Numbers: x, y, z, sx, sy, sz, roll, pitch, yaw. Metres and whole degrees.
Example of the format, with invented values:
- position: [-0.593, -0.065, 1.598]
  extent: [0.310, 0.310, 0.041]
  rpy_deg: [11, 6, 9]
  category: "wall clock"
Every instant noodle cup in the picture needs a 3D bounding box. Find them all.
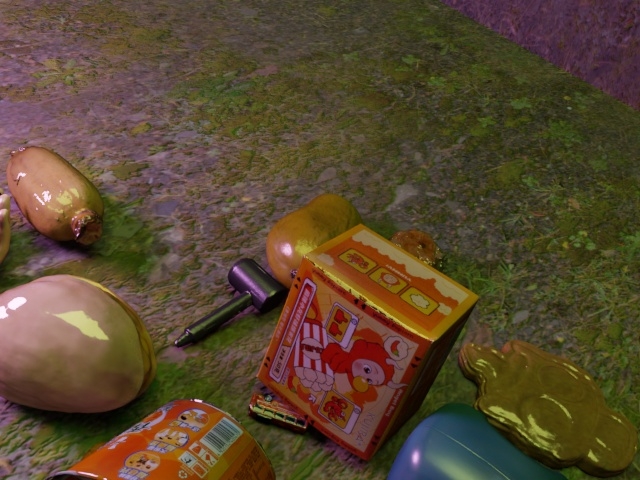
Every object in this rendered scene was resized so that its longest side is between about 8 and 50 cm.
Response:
- position: [-0.203, 0.370, 0.994]
  extent: [0.296, 0.296, 0.214]
  rpy_deg: [30, 33, 15]
  category: "instant noodle cup"

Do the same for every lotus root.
- position: [-0.541, -0.089, 1.495]
  extent: [0.146, 0.131, 0.303]
  rpy_deg: [-39, 61, -19]
  category: "lotus root"

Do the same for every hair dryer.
- position: [-0.193, 0.131, 1.427]
  extent: [0.248, 0.070, 0.114]
  rpy_deg: [-33, 61, -32]
  category: "hair dryer"

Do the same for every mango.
- position: [0.006, 0.005, 1.563]
  extent: [0.195, 0.142, 0.331]
  rpy_deg: [34, 35, 12]
  category: "mango"

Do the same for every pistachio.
- position: [-0.422, 0.170, 1.194]
  extent: [0.309, 0.230, 0.230]
  rpy_deg: [22, 40, 0]
  category: "pistachio"

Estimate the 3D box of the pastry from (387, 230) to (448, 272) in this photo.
- position: [0.209, 0.039, 1.639]
  extent: [0.153, 0.081, 0.153]
  rpy_deg: [2, 46, -2]
  category: "pastry"

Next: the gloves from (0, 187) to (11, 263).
- position: [-0.675, -0.012, 1.350]
  extent: [0.197, 0.152, 0.301]
  rpy_deg: [33, 32, -13]
  category: "gloves"

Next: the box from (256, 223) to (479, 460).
- position: [0.075, 0.172, 1.266]
  extent: [0.259, 0.283, 0.214]
  rpy_deg: [32, 31, 19]
  category: "box"

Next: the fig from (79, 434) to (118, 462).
- position: [-0.329, 0.342, 1.103]
  extent: [0.082, 0.098, 0.084]
  rpy_deg: [38, 56, 22]
  category: "fig"

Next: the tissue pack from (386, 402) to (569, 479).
- position: [0.242, 0.413, 1.134]
  extent: [0.287, 0.198, 0.206]
  rpy_deg: [37, 42, 19]
  category: "tissue pack"

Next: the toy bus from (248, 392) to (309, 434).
- position: [-0.073, 0.305, 1.282]
  extent: [0.110, 0.031, 0.043]
  rpy_deg: [18, 47, 1]
  category: "toy bus"

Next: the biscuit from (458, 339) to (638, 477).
- position: [0.442, 0.311, 1.434]
  extent: [0.376, 0.051, 0.269]
  rpy_deg: [30, 41, 17]
  category: "biscuit"
